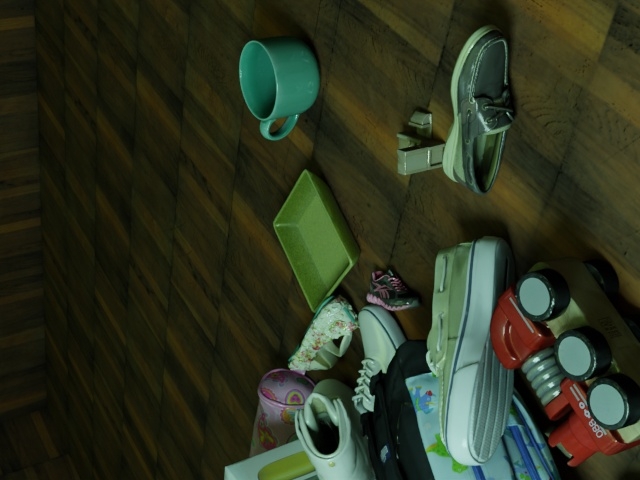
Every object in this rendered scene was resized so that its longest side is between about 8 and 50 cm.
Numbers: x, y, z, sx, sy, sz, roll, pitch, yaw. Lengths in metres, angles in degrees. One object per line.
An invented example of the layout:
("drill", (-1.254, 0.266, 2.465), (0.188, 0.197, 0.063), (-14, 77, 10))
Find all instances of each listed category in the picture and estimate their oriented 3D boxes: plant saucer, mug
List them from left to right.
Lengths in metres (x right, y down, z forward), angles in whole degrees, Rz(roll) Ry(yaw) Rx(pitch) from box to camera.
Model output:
("mug", (-0.063, -0.258, 1.622), (0.129, 0.097, 0.157), (62, 149, 23))
("plant saucer", (0.000, 0.000, 1.680), (0.188, 0.045, 0.188), (65, 150, 20))

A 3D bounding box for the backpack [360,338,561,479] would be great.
("backpack", (0.198, 0.347, 1.287), (0.290, 0.273, 0.355), (100, 170, -47))

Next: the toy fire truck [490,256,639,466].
("toy fire truck", (0.287, 0.166, 1.170), (0.217, 0.158, 0.246), (60, 137, 26))

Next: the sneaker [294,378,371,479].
("sneaker", (0.021, 0.286, 1.606), (0.292, 0.108, 0.169), (-104, -4, -57))

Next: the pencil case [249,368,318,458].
("pencil case", (-0.072, 0.375, 1.911), (0.124, 0.124, 0.284), (44, 138, 44))

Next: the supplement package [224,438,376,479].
("supplement package", (-0.005, 0.468, 1.673), (0.199, 0.263, 0.198), (44, 139, 43))

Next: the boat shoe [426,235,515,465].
("boat shoe", (0.181, 0.134, 1.233), (0.094, 0.109, 0.302), (-10, 52, 33))

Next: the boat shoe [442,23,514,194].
("boat shoe", (0.204, -0.155, 1.221), (0.073, 0.080, 0.223), (43, 143, 36))

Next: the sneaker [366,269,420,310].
("sneaker", (0.110, 0.074, 1.526), (0.119, 0.047, 0.057), (15, 104, 57))

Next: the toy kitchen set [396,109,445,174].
("toy kitchen set", (0.120, -0.138, 1.372), (0.083, 0.075, 0.068), (26, 123, 50))

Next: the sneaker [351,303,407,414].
("sneaker", (0.096, 0.230, 1.563), (0.094, 0.091, 0.258), (-20, 85, 61))

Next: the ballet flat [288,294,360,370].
("ballet flat", (0.005, 0.181, 1.723), (0.077, 0.091, 0.241), (43, 147, 10))
